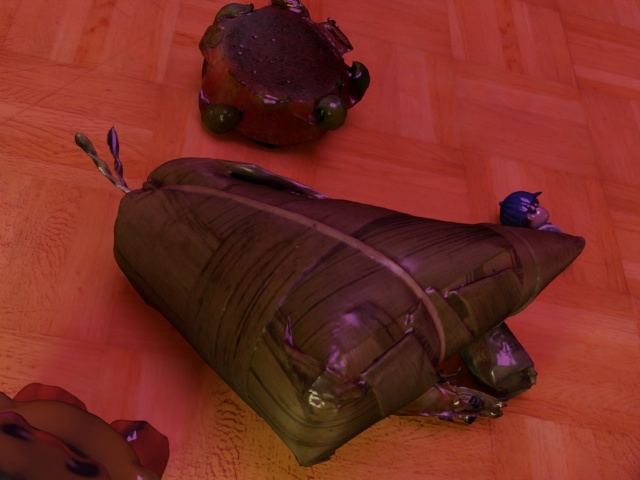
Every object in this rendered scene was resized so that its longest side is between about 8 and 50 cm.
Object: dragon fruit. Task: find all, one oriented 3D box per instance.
[{"bbox_3d":[-0.062,-0.254,1.451,0.268,0.130,0.295,-14,56,-29],"label":"dragon fruit"}]

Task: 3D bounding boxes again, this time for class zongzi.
[{"bbox_3d":[0.004,-0.010,1.175,0.467,0.218,0.500,-27,52,-35],"label":"zongzi"}]

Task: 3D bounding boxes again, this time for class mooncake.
[{"bbox_3d":[0.216,0.139,1.207,0.073,0.130,0.125,-31,62,-1],"label":"mooncake"}]

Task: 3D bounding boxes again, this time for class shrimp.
[{"bbox_3d":[0.090,0.156,1.198,0.296,0.058,0.169,11,45,-5],"label":"shrimp"}]

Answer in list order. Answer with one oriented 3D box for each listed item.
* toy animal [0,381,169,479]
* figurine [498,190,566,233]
[{"bbox_3d":[-0.263,0.248,0.849,0.216,0.338,0.191,27,89,-2],"label":"toy animal"},{"bbox_3d":[0.329,-0.015,1.430,0.079,0.077,0.136,-29,76,2],"label":"figurine"}]
